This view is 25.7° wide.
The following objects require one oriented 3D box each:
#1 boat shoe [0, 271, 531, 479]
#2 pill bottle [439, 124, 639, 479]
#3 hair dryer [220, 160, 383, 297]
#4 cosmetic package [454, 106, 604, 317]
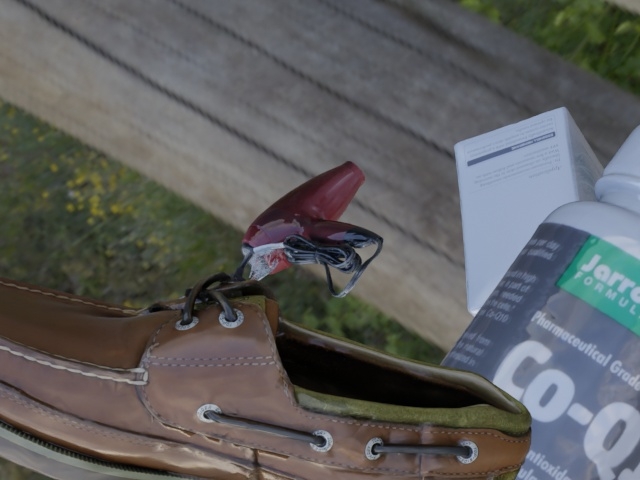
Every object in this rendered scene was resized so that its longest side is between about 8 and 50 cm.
[{"bbox_3d":[-0.049,0.063,0.660,0.307,0.111,0.104,21,111,-15],"label":"boat shoe"},{"bbox_3d":[0.211,0.100,1.072,0.204,0.361,0.204,35,172,5],"label":"pill bottle"},{"bbox_3d":[0.000,0.000,1.750,0.224,0.293,0.080,-13,124,22],"label":"hair dryer"},{"bbox_3d":[0.256,0.021,1.514,0.138,0.224,0.224,-18,140,23],"label":"cosmetic package"}]
